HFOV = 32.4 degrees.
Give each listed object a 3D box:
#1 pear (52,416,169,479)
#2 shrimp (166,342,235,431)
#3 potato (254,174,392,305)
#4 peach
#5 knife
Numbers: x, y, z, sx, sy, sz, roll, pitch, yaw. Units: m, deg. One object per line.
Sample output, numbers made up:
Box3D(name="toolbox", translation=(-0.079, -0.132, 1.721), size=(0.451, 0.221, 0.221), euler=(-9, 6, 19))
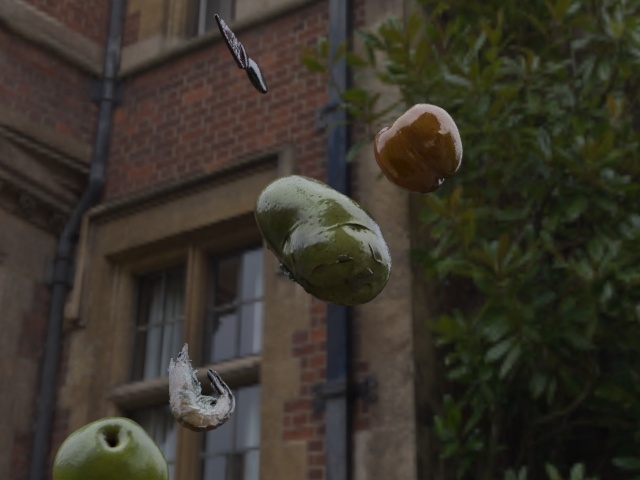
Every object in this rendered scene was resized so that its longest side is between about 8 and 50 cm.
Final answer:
Box3D(name="pear", translation=(-0.324, 0.380, 1.721), size=(0.180, 0.166, 0.216), euler=(24, -44, 21))
Box3D(name="shrimp", translation=(-0.233, 0.284, 2.140), size=(0.126, 0.223, 0.047), euler=(1, -50, -15))
Box3D(name="potato", translation=(0.000, 0.000, 1.582), size=(0.143, 0.248, 0.169), euler=(-31, -39, -24))
Box3D(name="peach", translation=(0.157, -0.140, 1.724), size=(0.138, 0.138, 0.138), euler=(0, -26, 0))
Box3D(name="knife", translation=(-0.108, -0.248, 1.507), size=(0.018, 0.035, 0.247), euler=(-5, -15, 11))
